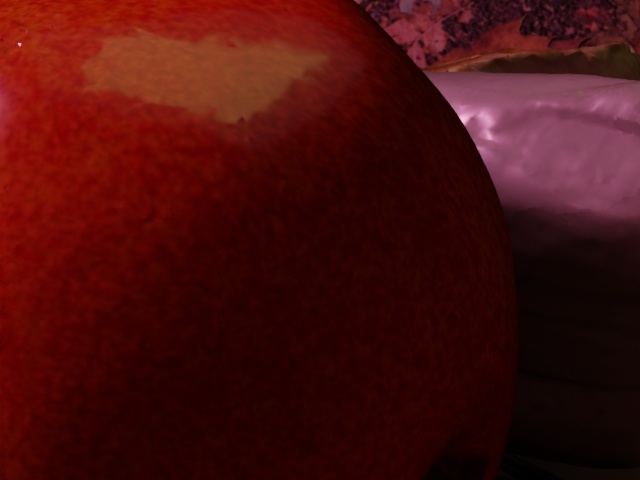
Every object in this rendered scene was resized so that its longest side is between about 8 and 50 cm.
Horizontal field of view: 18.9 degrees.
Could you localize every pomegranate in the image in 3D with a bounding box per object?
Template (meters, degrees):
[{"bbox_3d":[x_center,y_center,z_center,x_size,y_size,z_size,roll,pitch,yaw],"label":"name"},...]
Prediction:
[{"bbox_3d":[-0.068,0.019,0.548,0.256,0.221,0.221,12,-1,33],"label":"pomegranate"}]

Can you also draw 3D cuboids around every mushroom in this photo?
[{"bbox_3d":[0.010,-0.030,0.694,0.328,0.159,0.122,23,28,26],"label":"mushroom"}]

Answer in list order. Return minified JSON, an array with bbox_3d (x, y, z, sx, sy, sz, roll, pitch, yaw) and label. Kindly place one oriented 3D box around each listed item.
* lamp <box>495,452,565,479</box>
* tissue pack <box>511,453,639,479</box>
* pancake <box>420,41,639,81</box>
[{"bbox_3d":[0.037,0.111,0.727,0.089,0.090,0.325,14,1,-20],"label":"lamp"},{"bbox_3d":[0.195,0.072,0.941,0.229,0.236,0.333,15,2,1],"label":"tissue pack"},{"bbox_3d":[0.000,0.000,0.969,0.082,0.387,0.387,59,7,6],"label":"pancake"}]
